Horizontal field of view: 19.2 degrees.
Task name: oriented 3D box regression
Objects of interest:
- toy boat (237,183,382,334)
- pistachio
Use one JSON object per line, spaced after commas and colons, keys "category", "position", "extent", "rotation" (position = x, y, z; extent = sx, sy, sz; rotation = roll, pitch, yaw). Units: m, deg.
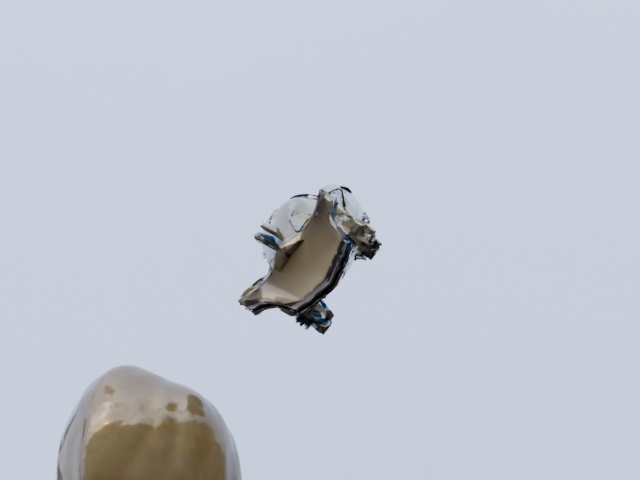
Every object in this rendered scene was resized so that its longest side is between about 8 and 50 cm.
{"category": "toy boat", "position": [0.000, 0.000, 1.150], "extent": [0.084, 0.066, 0.210], "rotation": [-56, 0, 11]}
{"category": "pistachio", "position": [-0.101, 0.164, 1.105], "extent": [0.108, 0.185, 0.126], "rotation": [-7, -2, 21]}
